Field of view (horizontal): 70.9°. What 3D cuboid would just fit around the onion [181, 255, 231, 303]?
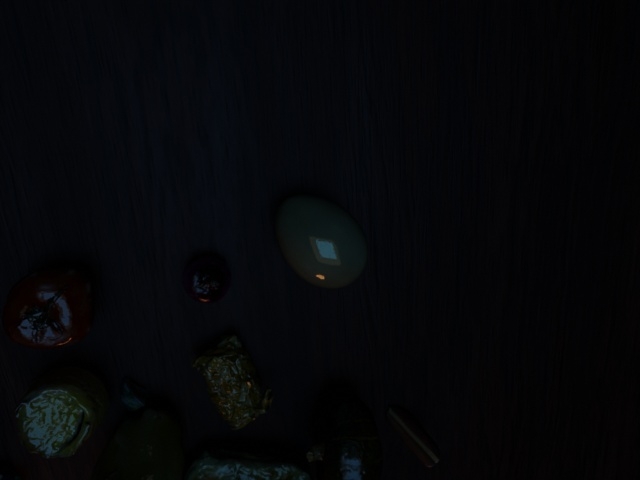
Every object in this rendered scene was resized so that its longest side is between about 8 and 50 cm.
[{"bbox_3d":[-0.265,0.092,1.057,0.115,0.104,0.115,-6,101,-31],"label":"onion"}]

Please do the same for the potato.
[{"bbox_3d":[-0.444,0.580,1.106,0.218,0.202,0.351,8,90,-3],"label":"potato"}]

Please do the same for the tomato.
[{"bbox_3d":[-0.577,0.137,0.966,0.186,0.151,0.187,-3,110,-9],"label":"tomato"}]

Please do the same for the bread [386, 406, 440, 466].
[{"bbox_3d":[0.277,0.573,1.323,0.067,0.192,0.119,-42,148,-5],"label":"bread"}]

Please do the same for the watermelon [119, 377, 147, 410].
[{"bbox_3d":[-0.465,0.379,1.124,0.061,0.085,0.085,-11,113,-53],"label":"watermelon"}]

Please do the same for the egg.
[{"bbox_3d":[0.000,0.000,1.051,0.188,0.188,0.254,-42,107,0],"label":"egg"}]

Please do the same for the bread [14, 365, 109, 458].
[{"bbox_3d":[-0.591,0.392,1.026,0.197,0.170,0.197,-1,93,-13],"label":"bread"}]

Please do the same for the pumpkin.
[{"bbox_3d":[0.052,0.552,1.185,0.189,0.260,0.261,-1,105,-13],"label":"pumpkin"}]

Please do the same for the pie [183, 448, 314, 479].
[{"bbox_3d":[-0.194,0.756,1.224,0.394,0.180,0.419,-1,99,-12],"label":"pie"}]

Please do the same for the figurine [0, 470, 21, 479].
[{"bbox_3d":[-0.806,0.587,1.060,0.195,0.102,0.111,32,99,-21],"label":"figurine"}]

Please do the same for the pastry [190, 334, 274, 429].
[{"bbox_3d":[-0.212,0.366,1.146,0.154,0.102,0.250,-25,108,-3],"label":"pastry"}]
